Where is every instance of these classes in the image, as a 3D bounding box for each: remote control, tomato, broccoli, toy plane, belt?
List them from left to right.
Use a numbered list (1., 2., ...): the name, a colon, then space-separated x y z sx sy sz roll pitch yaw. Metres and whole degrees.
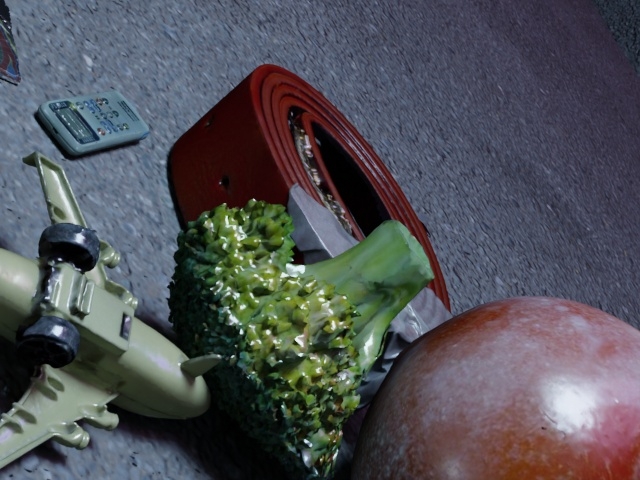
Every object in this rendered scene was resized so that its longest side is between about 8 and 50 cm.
1. toy plane: -0.156 0.055 0.835 0.244 0.092 0.229 31 45 -32
2. remote control: -0.185 -0.098 1.093 0.053 0.018 0.124 52 23 6
3. broccoli: -0.007 0.053 0.958 0.219 0.194 0.194 54 20 -23
4. belt: 0.000 0.000 1.160 0.227 0.115 0.323 14 43 -53
5. tomato: 0.141 0.162 0.983 0.227 0.270 0.270 49 22 17

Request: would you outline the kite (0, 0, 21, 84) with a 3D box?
1. kite: -0.312 -0.249 1.095 0.152 0.015 0.285 31 30 -38
